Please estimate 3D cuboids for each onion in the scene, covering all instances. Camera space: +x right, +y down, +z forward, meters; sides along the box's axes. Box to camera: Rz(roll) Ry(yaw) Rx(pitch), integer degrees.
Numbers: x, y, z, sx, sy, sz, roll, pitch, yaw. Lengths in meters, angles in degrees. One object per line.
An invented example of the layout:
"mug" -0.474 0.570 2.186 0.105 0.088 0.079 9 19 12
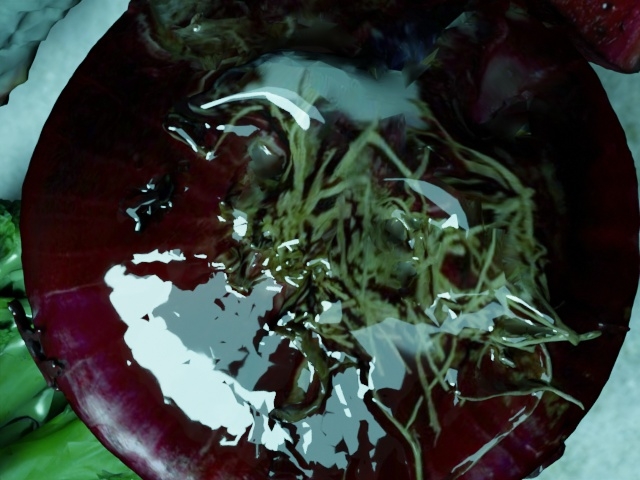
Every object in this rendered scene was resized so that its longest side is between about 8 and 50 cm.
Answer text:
"onion" 0.000 0.000 0.941 0.314 0.232 0.314 0 87 -4

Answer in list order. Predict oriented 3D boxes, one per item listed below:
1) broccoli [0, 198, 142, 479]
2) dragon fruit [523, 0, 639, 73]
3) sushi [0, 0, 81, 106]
"broccoli" -0.167 0.121 1.058 0.265 0.245 0.294 -2 112 30
"dragon fruit" 0.077 -0.203 0.921 0.189 0.163 0.262 -7 152 37
"sushi" -0.321 -0.164 0.907 0.328 0.328 0.285 -49 66 30
